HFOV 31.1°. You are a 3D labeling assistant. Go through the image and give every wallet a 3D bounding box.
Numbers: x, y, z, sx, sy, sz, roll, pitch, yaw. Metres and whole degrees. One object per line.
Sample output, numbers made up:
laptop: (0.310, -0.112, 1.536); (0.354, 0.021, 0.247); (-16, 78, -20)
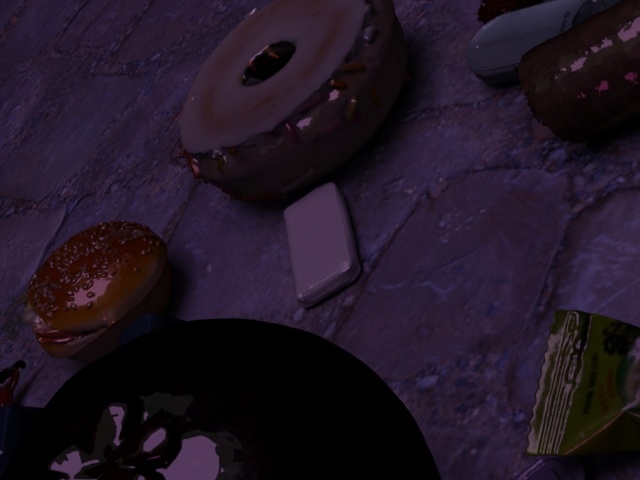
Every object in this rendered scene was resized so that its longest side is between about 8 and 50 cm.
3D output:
wallet: (0.000, 0.000, 1.473); (0.095, 0.033, 0.190); (-30, 37, 18)

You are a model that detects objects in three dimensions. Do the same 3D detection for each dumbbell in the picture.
dumbbell: (-0.276, 0.224, 1.427); (0.325, 0.144, 0.160); (-31, 38, 17)

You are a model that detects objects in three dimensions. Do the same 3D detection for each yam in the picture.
yam: (0.343, -0.205, 1.249); (0.238, 0.128, 0.129); (-29, 71, 31)

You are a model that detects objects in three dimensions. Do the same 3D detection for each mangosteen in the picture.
mangosteen: (-0.064, 0.265, 0.956); (0.382, 0.435, 0.382); (-14, 56, 21)

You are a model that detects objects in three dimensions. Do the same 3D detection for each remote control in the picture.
remote control: (0.290, -0.251, 1.416); (0.247, 0.052, 0.104); (-7, 50, 42)

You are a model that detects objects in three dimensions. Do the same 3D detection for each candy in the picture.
candy: (0.305, 0.127, 0.980); (0.246, 0.069, 0.149); (4, 60, 22)

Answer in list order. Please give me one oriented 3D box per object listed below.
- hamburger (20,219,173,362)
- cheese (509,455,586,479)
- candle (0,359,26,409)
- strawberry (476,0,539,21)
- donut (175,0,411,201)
hamburger: (-0.310, 0.069, 1.625); (0.237, 0.147, 0.237); (-25, 39, 22)
cheese: (0.219, 0.250, 0.967); (0.105, 0.042, 0.191); (-38, 35, 8)
candle: (-0.510, 0.303, 1.666); (0.084, 0.059, 0.301); (12, 64, 38)
strawberry: (0.279, -0.386, 1.546); (0.192, 0.085, 0.140); (-24, 41, 30)
donut: (-0.036, -0.211, 1.635); (0.382, 0.142, 0.382); (-29, 37, 24)
